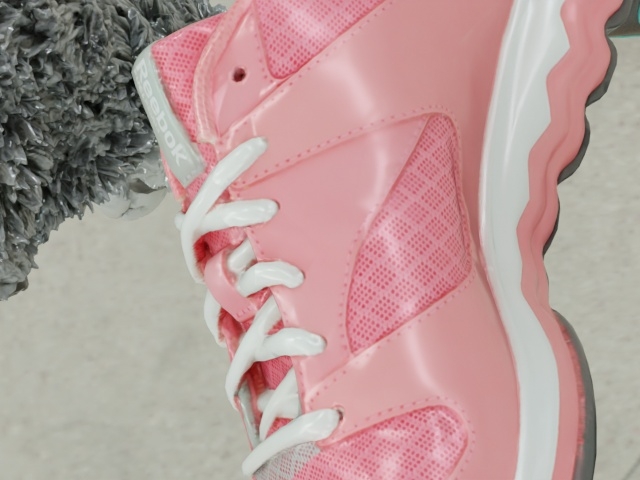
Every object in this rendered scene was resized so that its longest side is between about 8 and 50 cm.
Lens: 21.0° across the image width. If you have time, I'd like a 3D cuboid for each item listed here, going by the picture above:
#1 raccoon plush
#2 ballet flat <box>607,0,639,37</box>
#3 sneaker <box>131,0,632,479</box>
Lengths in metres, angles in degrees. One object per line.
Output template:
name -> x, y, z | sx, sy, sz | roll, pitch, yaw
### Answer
raccoon plush -> -0.134, -0.144, 0.991 | 0.216, 0.299, 0.446 | 51, 152, 16
ballet flat -> 0.208, -0.184, 1.202 | 0.087, 0.247, 0.083 | -95, 12, -47
sneaker -> 0.000, 0.000, 0.508 | 0.116, 0.136, 0.314 | -39, 37, 57
